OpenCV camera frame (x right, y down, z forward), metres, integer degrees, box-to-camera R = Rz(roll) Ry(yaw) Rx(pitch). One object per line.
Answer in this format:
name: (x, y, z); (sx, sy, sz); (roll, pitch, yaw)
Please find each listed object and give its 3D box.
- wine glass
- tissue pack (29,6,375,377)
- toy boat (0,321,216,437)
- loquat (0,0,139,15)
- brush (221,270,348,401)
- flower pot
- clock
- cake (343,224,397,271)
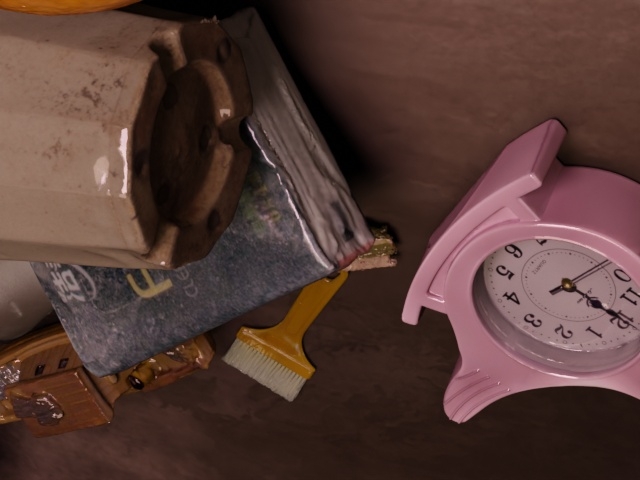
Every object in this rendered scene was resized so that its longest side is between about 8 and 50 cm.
wine glass: (-0.303, 0.043, 1.741); (0.231, 0.103, 0.103); (-27, 114, 37)
tissue pack: (-0.126, -0.033, 1.544); (0.316, 0.103, 0.228); (-26, 92, 40)
toy boat: (-0.234, 0.130, 1.774); (0.321, 0.121, 0.089); (-14, 117, 36)
loquat: (-0.178, -0.313, 1.206); (0.328, 0.328, 0.328); (14, 134, 15)
brush: (-0.023, 0.078, 1.698); (0.083, 0.011, 0.205); (31, 135, -2)
flower pot: (-0.203, -0.082, 1.363); (0.259, 0.290, 0.290); (10, 133, 24)
clock: (0.207, 0.071, 1.528); (0.275, 0.080, 0.290); (35, 137, -7)
cake: (0.000, 0.000, 1.605); (0.140, 0.055, 0.051); (-2, 125, 7)
